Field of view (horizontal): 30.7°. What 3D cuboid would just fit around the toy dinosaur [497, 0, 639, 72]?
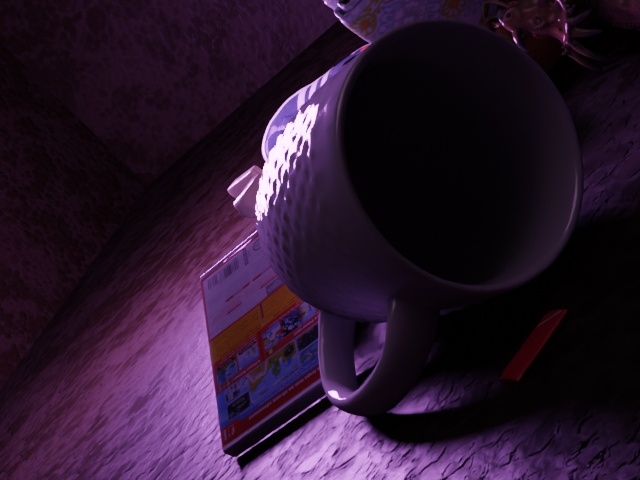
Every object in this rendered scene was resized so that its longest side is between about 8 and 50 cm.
[{"bbox_3d":[0.382,-0.300,1.434,0.296,0.127,0.200,8,60,57],"label":"toy dinosaur"}]

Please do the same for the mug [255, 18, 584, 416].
[{"bbox_3d":[0.067,-0.001,1.231,0.328,0.276,0.374,151,130,-62],"label":"mug"}]

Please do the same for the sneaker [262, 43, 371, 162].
[{"bbox_3d":[0.024,-0.275,2.331,0.350,0.131,0.148,-45,9,-4],"label":"sneaker"}]

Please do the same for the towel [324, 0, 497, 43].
[{"bbox_3d":[0.212,-0.386,1.666,0.320,0.374,0.090,-46,52,19],"label":"towel"}]

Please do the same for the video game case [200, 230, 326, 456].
[{"bbox_3d":[-0.063,0.102,1.459,0.204,0.025,0.285,-38,42,25],"label":"video game case"}]

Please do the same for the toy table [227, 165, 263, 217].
[{"bbox_3d":[-0.020,-0.086,1.859,0.274,0.161,0.252,-36,16,35],"label":"toy table"}]

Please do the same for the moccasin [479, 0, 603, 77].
[{"bbox_3d":[0.291,-0.305,1.627,0.380,0.147,0.139,-43,14,8],"label":"moccasin"}]

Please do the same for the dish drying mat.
[{"bbox_3d":[0.192,0.095,1.048,0.083,0.008,0.032,-49,16,-19],"label":"dish drying mat"}]
